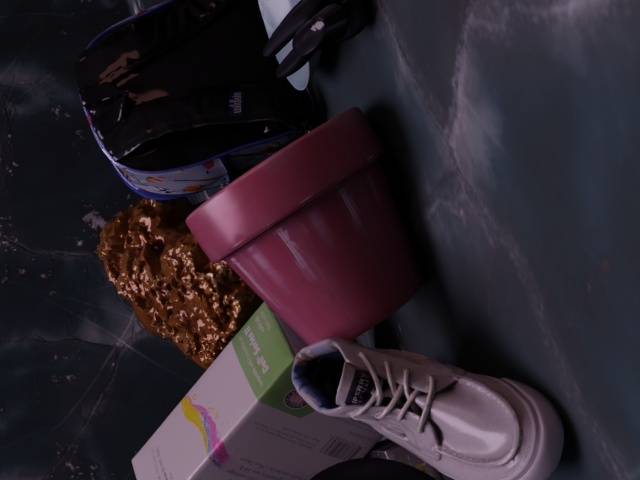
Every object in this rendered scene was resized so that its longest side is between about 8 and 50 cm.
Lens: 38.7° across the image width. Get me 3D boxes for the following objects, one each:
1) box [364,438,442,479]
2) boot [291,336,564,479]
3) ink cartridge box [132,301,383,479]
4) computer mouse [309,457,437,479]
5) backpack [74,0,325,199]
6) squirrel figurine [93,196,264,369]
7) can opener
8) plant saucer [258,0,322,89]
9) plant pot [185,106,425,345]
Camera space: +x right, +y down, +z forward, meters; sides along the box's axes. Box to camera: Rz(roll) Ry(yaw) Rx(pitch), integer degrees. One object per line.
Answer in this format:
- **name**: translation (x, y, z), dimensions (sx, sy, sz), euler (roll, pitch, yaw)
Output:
- **box**: translation (0.124, 0.361, 1.131), dimensions (0.183, 0.056, 0.231), euler (121, 130, -73)
- **boot**: translation (0.069, 0.138, 0.745), dimensions (0.258, 0.123, 0.095), euler (-1, 73, 62)
- **ink cartridge box**: translation (-0.088, 0.267, 1.139), dimensions (0.207, 0.353, 0.119), euler (30, -163, -38)
- **computer mouse**: translation (0.116, 0.269, 0.806), dimensions (0.272, 0.072, 0.188), euler (35, 161, 1)
- **backpack**: translation (-0.162, -0.180, 1.149), dimensions (0.213, 0.263, 0.277), euler (100, 150, -67)
- **squirrel figurine**: translation (-0.131, 0.117, 1.296), dimensions (0.370, 0.281, 0.397), euler (57, -174, 29)
- **can opener**: translation (-0.013, -0.198, 0.850), dimensions (0.186, 0.073, 0.059), euler (-9, 103, 67)
- **plant saucer**: translation (-0.030, -0.260, 0.975), dimensions (0.195, 0.037, 0.195), euler (162, 90, -79)
- **plant pot**: translation (0.000, 0.000, 0.881), dimensions (0.180, 0.201, 0.201), euler (57, 169, -3)
